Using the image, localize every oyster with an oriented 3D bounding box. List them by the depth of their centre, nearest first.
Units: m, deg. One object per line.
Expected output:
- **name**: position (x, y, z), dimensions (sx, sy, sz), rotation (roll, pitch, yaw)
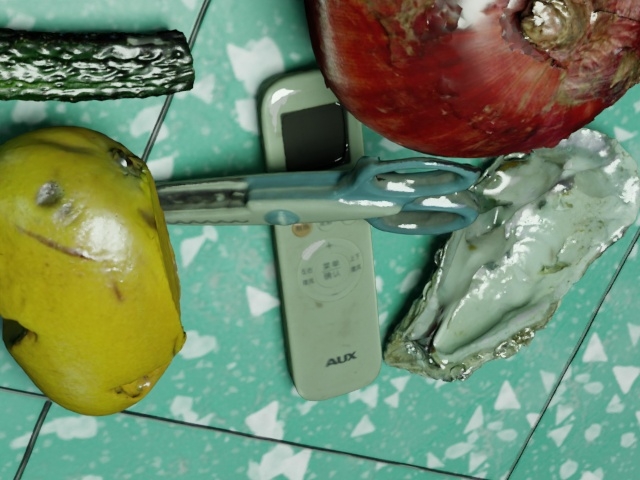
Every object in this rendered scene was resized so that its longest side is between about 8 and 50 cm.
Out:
- **oyster**: position (0.179, 0.017, 1.042), dimensions (0.199, 0.087, 0.252), rotation (7, 104, -15)

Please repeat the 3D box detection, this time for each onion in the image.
- **onion**: position (0.122, -0.189, 0.824), dimensions (0.276, 0.276, 0.276), rotation (-9, 117, -18)

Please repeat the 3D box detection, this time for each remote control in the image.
- **remote control**: position (0.001, 0.000, 0.991), dimensions (0.090, 0.038, 0.310), rotation (-13, 118, -16)

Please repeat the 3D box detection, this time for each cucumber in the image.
- **cucumber**: position (-0.186, -0.128, 0.843), dimensions (0.187, 0.058, 0.058), rotation (-2, 115, -20)

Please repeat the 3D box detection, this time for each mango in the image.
- **mango**: position (-0.182, 0.034, 0.876), dimensions (0.167, 0.130, 0.262), rotation (-4, 128, 11)

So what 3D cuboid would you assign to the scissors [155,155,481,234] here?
- **scissors**: position (-0.020, -0.033, 0.903), dimensions (0.289, 0.041, 0.138), rotation (-1, 162, 8)
